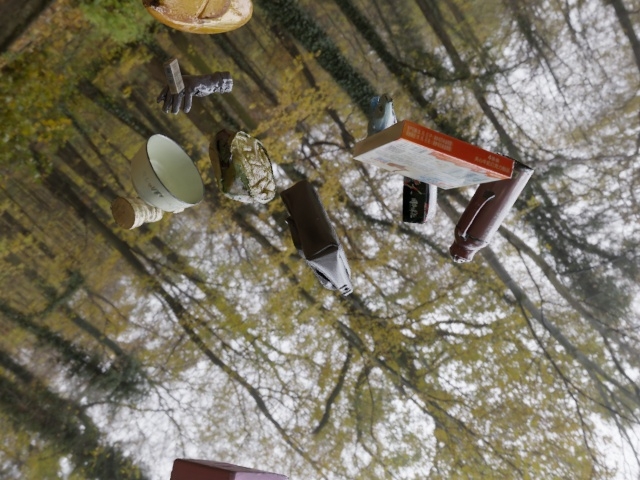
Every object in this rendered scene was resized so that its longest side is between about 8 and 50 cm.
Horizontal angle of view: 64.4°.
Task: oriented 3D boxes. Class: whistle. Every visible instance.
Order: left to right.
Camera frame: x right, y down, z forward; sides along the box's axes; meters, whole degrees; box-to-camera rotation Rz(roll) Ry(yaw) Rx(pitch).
[{"bbox_3d":[0.207,-0.398,1.773,0.093,0.269,0.180,-7,-122,-7],"label":"whistle"}]

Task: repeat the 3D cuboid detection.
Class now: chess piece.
[{"bbox_3d":[-0.702,-0.135,2.098,0.137,0.137,0.301,-25,-179,30],"label":"chess piece"}]

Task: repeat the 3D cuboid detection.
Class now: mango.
[{"bbox_3d":[-0.263,-0.529,1.118,0.154,0.252,0.126,-46,-122,46],"label":"mango"}]

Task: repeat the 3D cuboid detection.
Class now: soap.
[{"bbox_3d":[-0.229,0.593,1.248,0.259,0.181,0.081,-13,-121,44],"label":"soap"}]

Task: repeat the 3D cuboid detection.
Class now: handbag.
[{"bbox_3d":[-0.001,0.000,1.423,0.113,0.257,0.285,-28,-131,6],"label":"handbag"}]

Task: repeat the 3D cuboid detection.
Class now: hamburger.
[{"bbox_3d":[-0.282,-0.261,1.823,0.134,0.285,0.265,-16,169,22],"label":"hamburger"}]

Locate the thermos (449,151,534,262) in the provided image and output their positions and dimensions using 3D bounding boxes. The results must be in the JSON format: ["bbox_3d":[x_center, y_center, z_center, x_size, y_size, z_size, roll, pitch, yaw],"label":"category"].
[{"bbox_3d":[0.465,-0.074,1.435,0.330,0.109,0.136,-65,177,21],"label":"thermos"}]

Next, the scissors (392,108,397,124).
[{"bbox_3d":[0.259,-0.430,1.817,0.012,0.113,0.039,9,-131,39],"label":"scissors"}]

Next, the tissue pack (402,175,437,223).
[{"bbox_3d":[0.296,-0.144,1.512,0.090,0.170,0.103,9,-155,31],"label":"tissue pack"}]

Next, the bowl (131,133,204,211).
[{"bbox_3d":[-0.470,-0.184,1.508,0.126,0.238,0.238,-27,-153,17],"label":"bowl"}]

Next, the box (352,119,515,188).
[{"bbox_3d":[0.243,-0.184,1.153,0.265,0.273,0.048,180,-76,-71],"label":"box"}]

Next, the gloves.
[{"bbox_3d":[-0.462,-0.553,1.860,0.285,0.119,0.142,-29,-150,-14],"label":"gloves"}]

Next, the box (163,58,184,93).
[{"bbox_3d":[-0.407,-0.456,1.411,0.024,0.083,0.053,-3,-145,10],"label":"box"}]
